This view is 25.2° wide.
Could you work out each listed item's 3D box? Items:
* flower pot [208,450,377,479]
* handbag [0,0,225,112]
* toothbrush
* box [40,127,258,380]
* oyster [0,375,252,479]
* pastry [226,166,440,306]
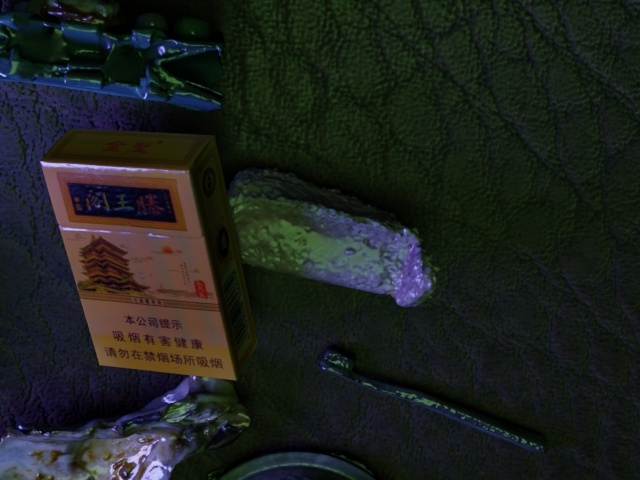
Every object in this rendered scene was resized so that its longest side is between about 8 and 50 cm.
[{"bbox_3d":[-0.025,0.420,1.654,0.290,0.259,0.290,-1,112,-2],"label":"flower pot"},{"bbox_3d":[-0.221,-0.191,1.402,0.269,0.274,0.100,8,93,-4],"label":"handbag"},{"bbox_3d":[0.137,0.191,1.687,0.297,0.030,0.030,23,100,-9],"label":"toothbrush"},{"bbox_3d":[-0.179,0.016,1.533,0.174,0.076,0.274,4,126,19],"label":"box"},{"bbox_3d":[-0.245,0.248,1.650,0.337,0.133,0.197,-32,107,9],"label":"oyster"},{"bbox_3d":[0.006,-0.005,1.566,0.265,0.112,0.102,21,122,4],"label":"pastry"}]
